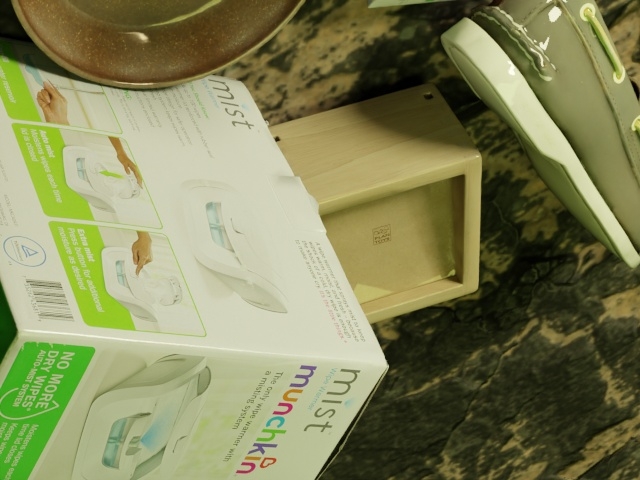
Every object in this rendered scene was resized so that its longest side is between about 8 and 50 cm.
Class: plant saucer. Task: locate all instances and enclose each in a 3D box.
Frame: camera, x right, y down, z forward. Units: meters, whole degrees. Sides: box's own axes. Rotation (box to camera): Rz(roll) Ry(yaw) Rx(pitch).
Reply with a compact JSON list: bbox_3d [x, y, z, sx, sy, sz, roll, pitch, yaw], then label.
[{"bbox_3d":[-0.088,-0.179,1.097,0.198,0.036,0.198,-16,134,-17],"label":"plant saucer"}]

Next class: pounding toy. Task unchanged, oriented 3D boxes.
[{"bbox_3d":[-0.005,0.008,1.287,0.206,0.094,0.181,-16,136,-13],"label":"pounding toy"}]

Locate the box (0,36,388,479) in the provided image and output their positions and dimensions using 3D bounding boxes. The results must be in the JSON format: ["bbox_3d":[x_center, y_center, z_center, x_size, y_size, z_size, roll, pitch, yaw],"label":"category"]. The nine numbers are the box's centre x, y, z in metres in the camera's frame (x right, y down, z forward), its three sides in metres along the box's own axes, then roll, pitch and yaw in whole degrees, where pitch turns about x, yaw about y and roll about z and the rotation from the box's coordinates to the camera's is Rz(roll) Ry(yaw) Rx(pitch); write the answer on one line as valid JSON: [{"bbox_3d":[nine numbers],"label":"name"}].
[{"bbox_3d":[-0.121,0.010,1.105,0.231,0.262,0.127,7,128,-34],"label":"box"}]

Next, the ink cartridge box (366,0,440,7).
[{"bbox_3d":[0.089,-0.168,1.179,0.115,0.029,0.063,-6,174,-12],"label":"ink cartridge box"}]

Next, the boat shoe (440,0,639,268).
[{"bbox_3d":[0.182,-0.077,1.291,0.091,0.109,0.305,-43,143,1],"label":"boat shoe"}]
